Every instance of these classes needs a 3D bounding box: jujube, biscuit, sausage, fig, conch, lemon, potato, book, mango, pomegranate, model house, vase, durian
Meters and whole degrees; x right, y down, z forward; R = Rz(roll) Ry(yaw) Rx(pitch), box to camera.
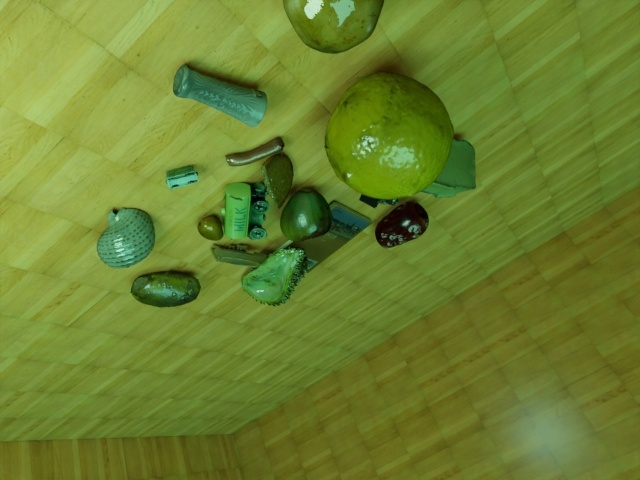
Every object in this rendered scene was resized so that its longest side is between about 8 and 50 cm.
[{"bbox_3d":[0.328,-0.059,1.952,0.230,0.155,0.155,-29,149,25],"label":"jujube"},{"bbox_3d":[-0.129,-0.198,1.493,0.126,0.025,0.206,-54,154,-25],"label":"biscuit"},{"bbox_3d":[-0.189,-0.257,1.404,0.176,0.040,0.047,-21,149,-3],"label":"sausage"},{"bbox_3d":[-0.049,-0.085,1.640,0.181,0.181,0.191,-9,118,-24],"label":"fig"},{"bbox_3d":[-0.582,0.007,1.436,0.172,0.131,0.200,-11,146,-20],"label":"conch"},{"bbox_3d":[0.196,-0.280,1.342,0.387,0.350,0.350,24,125,-37],"label":"lemon"},{"bbox_3d":[-0.557,0.179,1.721,0.251,0.113,0.149,0,139,-35],"label":"potato"},{"bbox_3d":[0.000,0.000,1.919,0.374,0.028,0.262,-39,145,22],"label":"book"},{"bbox_3d":[-0.362,-0.038,1.587,0.080,0.060,0.114,-26,152,7],"label":"mango"},{"bbox_3d":[0.032,-0.514,1.018,0.233,0.233,0.233,-18,148,-12],"label":"pomegranate"},{"bbox_3d":[0.424,-0.255,1.740,0.214,0.195,0.189,5,164,-17],"label":"model house"},{"bbox_3d":[-0.246,-0.357,1.174,0.219,0.096,0.096,11,134,-39],"label":"vase"},{"bbox_3d":[-0.167,0.127,1.915,0.198,0.163,0.394,38,136,-8],"label":"durian"}]

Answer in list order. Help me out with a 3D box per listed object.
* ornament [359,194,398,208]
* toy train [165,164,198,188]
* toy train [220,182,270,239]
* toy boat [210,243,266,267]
[{"bbox_3d":[0.239,-0.171,1.803,0.203,0.088,0.081,-2,119,-52],"label":"ornament"},{"bbox_3d":[-0.395,-0.181,1.358,0.093,0.056,0.038,-18,131,-12],"label":"toy train"},{"bbox_3d":[-0.248,-0.093,1.562,0.157,0.105,0.253,1,142,-13],"label":"toy train"},{"bbox_3d":[-0.298,0.048,1.748,0.206,0.072,0.064,13,148,-27],"label":"toy boat"}]
